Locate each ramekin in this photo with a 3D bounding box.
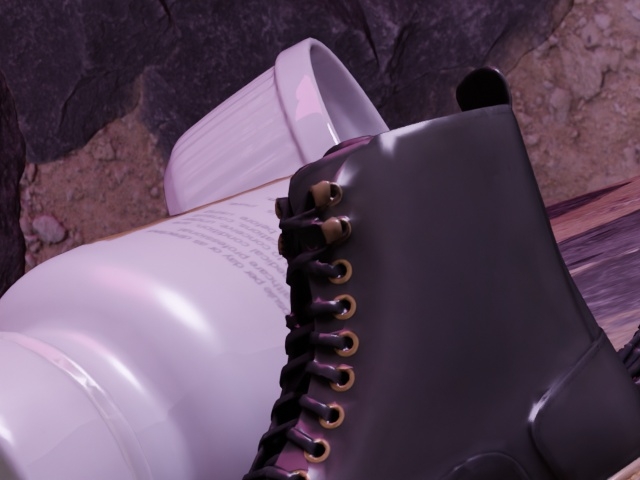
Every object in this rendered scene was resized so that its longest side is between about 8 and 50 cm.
[{"bbox_3d":[0.000,0.000,0.988,0.109,0.207,0.207,-29,-1,12],"label":"ramekin"}]

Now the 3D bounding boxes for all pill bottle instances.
[{"bbox_3d":[-0.040,0.058,0.567,0.131,0.131,0.229,-19,2,40],"label":"pill bottle"}]

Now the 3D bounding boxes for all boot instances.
[{"bbox_3d":[-0.007,0.046,0.443,0.198,0.137,0.077,-22,2,-35],"label":"boot"}]

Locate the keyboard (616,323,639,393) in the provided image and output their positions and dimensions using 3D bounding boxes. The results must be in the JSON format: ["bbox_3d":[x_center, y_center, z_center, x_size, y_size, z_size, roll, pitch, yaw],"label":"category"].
[{"bbox_3d":[0.176,0.030,0.671,0.201,0.033,0.317,-20,1,35],"label":"keyboard"}]
